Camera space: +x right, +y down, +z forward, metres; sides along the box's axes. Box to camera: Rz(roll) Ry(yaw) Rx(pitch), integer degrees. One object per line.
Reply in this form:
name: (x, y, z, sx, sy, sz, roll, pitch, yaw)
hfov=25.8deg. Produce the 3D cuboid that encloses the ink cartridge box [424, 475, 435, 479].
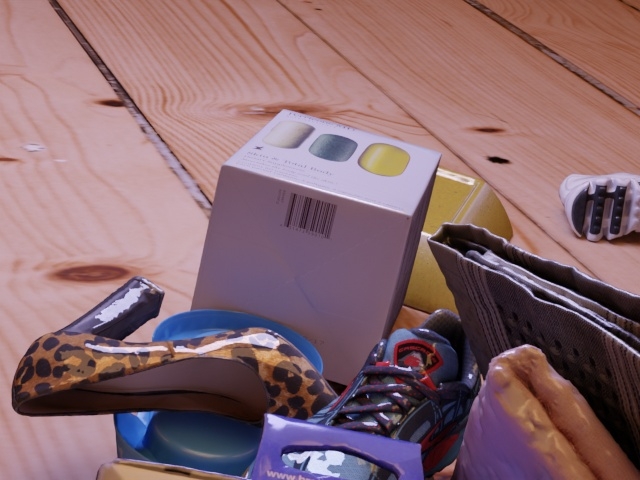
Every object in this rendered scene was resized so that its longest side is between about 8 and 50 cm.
ink cartridge box: (0.036, 0.282, 0.958, 0.100, 0.172, 0.237, 8, 25, -15)

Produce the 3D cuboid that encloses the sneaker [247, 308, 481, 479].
sneaker: (0.039, 0.114, 0.950, 0.104, 0.125, 0.262, 27, 25, 16)

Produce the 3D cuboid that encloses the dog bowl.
dog bowl: (-0.094, 0.163, 1.278, 0.166, 0.074, 0.297, 13, 25, 2)

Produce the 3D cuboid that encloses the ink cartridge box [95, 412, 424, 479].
ink cartridge box: (-0.009, 0.276, 0.715, 0.270, 0.151, 0.395, 12, 68, -5)

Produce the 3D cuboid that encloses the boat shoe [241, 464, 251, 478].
boat shoe: (-0.046, 0.239, 0.897, 0.080, 0.073, 0.223, 18, 34, -1)

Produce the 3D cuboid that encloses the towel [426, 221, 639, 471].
towel: (0.202, 0.150, 0.854, 0.056, 0.324, 0.312, -30, 25, -12)

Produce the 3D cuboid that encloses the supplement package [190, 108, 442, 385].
supplement package: (0.000, 0.000, 1.504, 0.199, 0.198, 0.263, 16, 19, 7)

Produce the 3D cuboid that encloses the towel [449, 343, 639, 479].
towel: (0.188, 0.243, 0.857, 0.053, 0.332, 0.317, -31, 69, -15)

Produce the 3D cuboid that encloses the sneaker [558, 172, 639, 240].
sneaker: (0.482, -0.052, 2.002, 0.292, 0.110, 0.118, 8, 16, -11)

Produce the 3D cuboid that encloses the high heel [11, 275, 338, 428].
high heel: (-0.116, 0.138, 1.153, 0.261, 0.093, 0.186, 26, 39, 21)

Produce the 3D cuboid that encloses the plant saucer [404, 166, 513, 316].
plant saucer: (0.072, -0.041, 1.798, 0.333, 0.081, 0.333, 18, 24, 11)
